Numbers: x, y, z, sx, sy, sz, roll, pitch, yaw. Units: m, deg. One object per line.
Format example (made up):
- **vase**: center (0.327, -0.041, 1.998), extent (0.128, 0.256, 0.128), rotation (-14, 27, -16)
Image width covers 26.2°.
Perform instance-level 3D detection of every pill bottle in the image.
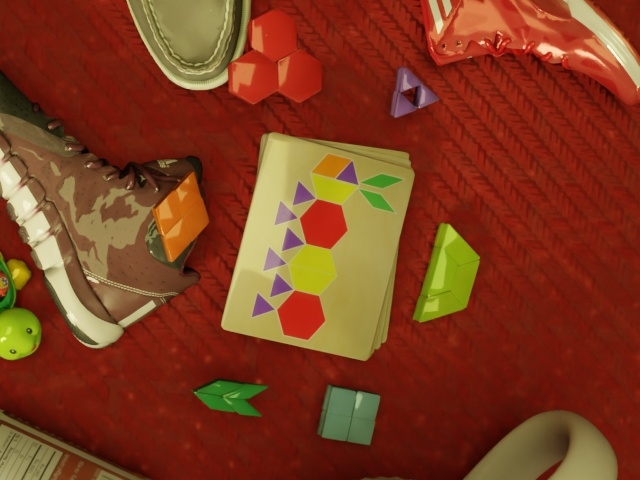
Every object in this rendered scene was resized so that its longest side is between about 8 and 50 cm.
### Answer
- **pill bottle**: center (-0.253, 0.210, 1.131), extent (0.216, 0.121, 0.121), rotation (25, 89, -2)

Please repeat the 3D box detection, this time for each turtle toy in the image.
- **turtle toy**: center (-0.289, 0.050, 1.155), extent (0.130, 0.066, 0.095), rotation (37, 89, -2)

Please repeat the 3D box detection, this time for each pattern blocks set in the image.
- **pattern blocks set**: center (0.000, 0.000, 1.156), extent (0.285, 0.026, 0.325), rotation (23, 87, -19)

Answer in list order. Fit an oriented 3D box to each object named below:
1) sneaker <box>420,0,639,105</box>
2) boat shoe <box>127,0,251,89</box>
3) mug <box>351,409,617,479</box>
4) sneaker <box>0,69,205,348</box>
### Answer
- **sneaker**: center (0.171, -0.169, 1.177), extent (0.128, 0.087, 0.221), rotation (-44, 80, 7)
- **boat shoe**: center (-0.120, -0.277, 1.126), extent (0.109, 0.091, 0.305), rotation (-7, 89, -2)
- **mug**: center (0.084, 0.280, 1.043), extent (0.276, 0.328, 0.374), rotation (41, 88, -2)
- **sneaker**: center (-0.190, -0.064, 1.152), extent (0.162, 0.106, 0.281), rotation (-28, 100, -9)
